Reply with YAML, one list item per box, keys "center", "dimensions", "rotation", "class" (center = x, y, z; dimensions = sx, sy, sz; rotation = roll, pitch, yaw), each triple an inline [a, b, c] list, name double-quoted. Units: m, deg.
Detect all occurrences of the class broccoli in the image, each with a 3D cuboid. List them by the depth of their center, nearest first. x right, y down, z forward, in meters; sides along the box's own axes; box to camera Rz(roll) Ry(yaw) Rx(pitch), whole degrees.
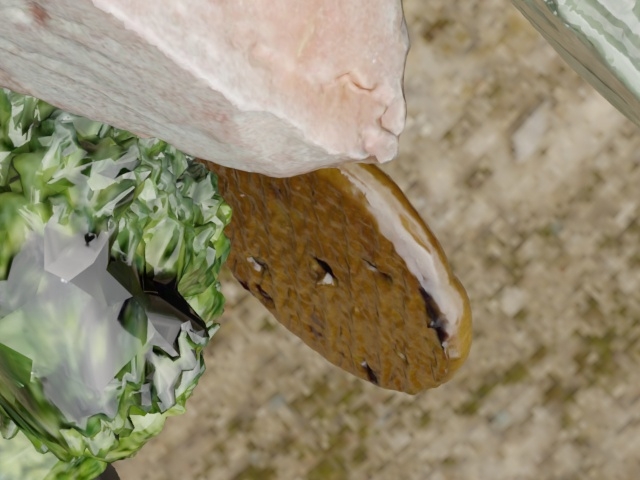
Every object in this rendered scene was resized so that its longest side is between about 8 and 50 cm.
- center: [-0.179, -0.014, 0.865]
  dimensions: [0.317, 0.277, 0.338]
  rotation: [-19, 172, -44]
  class: "broccoli"

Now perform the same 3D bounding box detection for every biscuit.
- center: [0.000, 0.000, 1.043]
  dimensions: [0.036, 0.212, 0.212]
  rotation: [-45, 143, -24]
  class: "biscuit"

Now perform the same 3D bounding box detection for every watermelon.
- center: [-0.056, -0.113, 0.413]
  dimensions: [0.207, 0.136, 0.202]
  rotation: [-39, 126, -10]
  class: "watermelon"

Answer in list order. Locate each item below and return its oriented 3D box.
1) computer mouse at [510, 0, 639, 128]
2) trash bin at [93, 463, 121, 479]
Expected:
- center: [0.162, -0.175, 1.040]
  dimensions: [0.145, 0.228, 0.429]
  rotation: [-46, 115, 3]
  class: "computer mouse"
- center: [-0.263, 0.236, 1.168]
  dimensions: [0.262, 0.217, 0.277]
  rotation: [-9, 149, -38]
  class: "trash bin"
